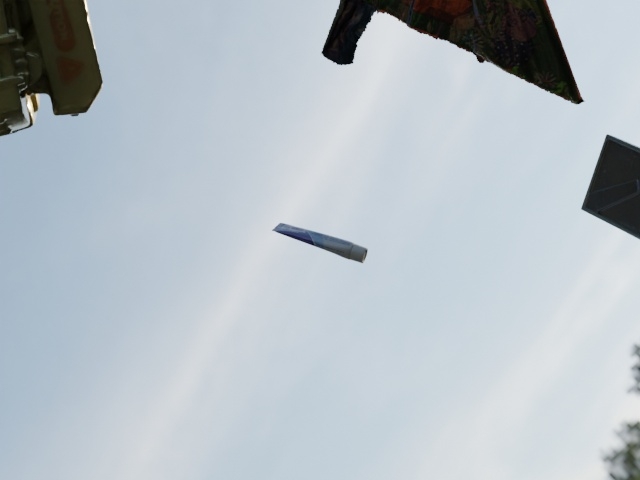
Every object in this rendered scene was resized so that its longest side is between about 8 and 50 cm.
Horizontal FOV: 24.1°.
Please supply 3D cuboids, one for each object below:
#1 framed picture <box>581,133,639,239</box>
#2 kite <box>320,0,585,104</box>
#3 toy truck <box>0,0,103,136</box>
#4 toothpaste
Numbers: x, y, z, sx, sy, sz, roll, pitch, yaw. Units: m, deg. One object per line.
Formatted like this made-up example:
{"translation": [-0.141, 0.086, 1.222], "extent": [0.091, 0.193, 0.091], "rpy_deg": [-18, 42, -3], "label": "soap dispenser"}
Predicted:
{"translation": [0.240, -0.041, 1.166], "extent": [0.006, 0.089, 0.066], "rpy_deg": [9, -77, -30], "label": "framed picture"}
{"translation": [0.058, -0.209, 1.013], "extent": [0.016, 0.321, 0.234], "rpy_deg": [-60, -5, -53], "label": "kite"}
{"translation": [-0.336, -0.273, 1.312], "extent": [0.254, 0.405, 0.180], "rpy_deg": [-9, 2, -8], "label": "toy truck"}
{"translation": [0.000, 0.000, 1.294], "extent": [0.024, 0.083, 0.015], "rpy_deg": [-47, -27, -65], "label": "toothpaste"}
